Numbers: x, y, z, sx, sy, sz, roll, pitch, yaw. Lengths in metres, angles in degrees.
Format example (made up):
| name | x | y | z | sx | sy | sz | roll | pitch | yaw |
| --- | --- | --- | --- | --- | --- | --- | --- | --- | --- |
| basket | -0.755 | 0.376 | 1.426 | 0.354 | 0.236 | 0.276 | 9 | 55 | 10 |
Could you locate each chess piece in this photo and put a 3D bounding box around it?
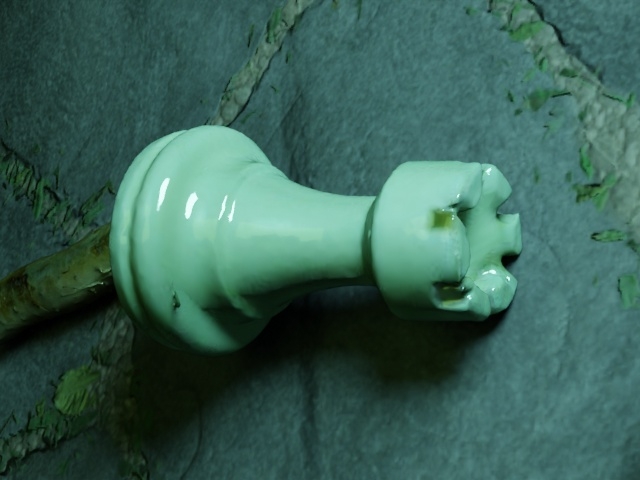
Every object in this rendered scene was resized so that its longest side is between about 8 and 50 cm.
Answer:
| name | x | y | z | sx | sy | sz | roll | pitch | yaw |
| --- | --- | --- | --- | --- | --- | --- | --- | --- | --- |
| chess piece | 0.000 | 0.000 | 0.976 | 0.299 | 0.195 | 0.194 | 0 | 71 | 33 |

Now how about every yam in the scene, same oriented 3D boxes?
| name | x | y | z | sx | sy | sz | roll | pitch | yaw |
| --- | --- | --- | --- | --- | --- | --- | --- | --- | --- |
| yam | -0.256 | 0.037 | 1.262 | 0.317 | 0.071 | 0.067 | -25 | 92 | 32 |
